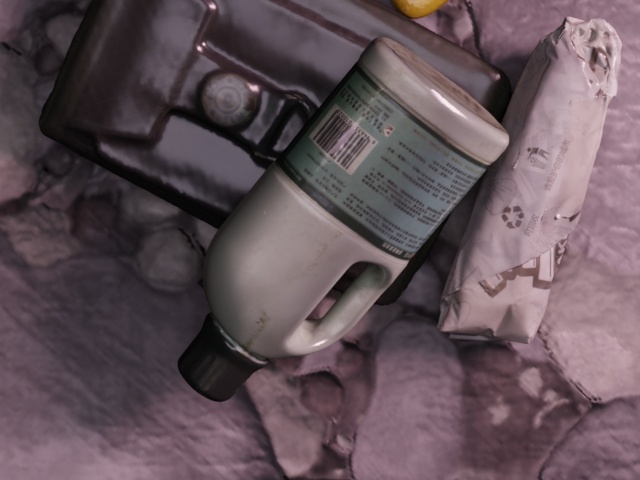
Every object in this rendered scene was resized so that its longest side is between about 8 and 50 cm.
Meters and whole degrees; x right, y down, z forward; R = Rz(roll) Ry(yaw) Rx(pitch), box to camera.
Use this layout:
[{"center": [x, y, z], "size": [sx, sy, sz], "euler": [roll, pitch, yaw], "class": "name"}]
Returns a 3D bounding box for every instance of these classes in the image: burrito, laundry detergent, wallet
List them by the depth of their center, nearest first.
[{"center": [0.000, 0.000, 0.870], "size": [0.099, 0.070, 0.225], "euler": [31, 105, -30], "class": "laundry detergent"}, {"center": [0.123, -0.031, 0.894], "size": [0.064, 0.064, 0.203], "euler": [19, 95, 3], "class": "burrito"}, {"center": [-0.026, -0.082, 0.909], "size": [0.245, 0.052, 0.168], "euler": [28, 97, 0], "class": "wallet"}]

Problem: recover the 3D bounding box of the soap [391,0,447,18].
[{"center": [0.081, -0.162, 0.914], "size": [0.089, 0.012, 0.034], "euler": [-31, 90, 4], "class": "soap"}]
